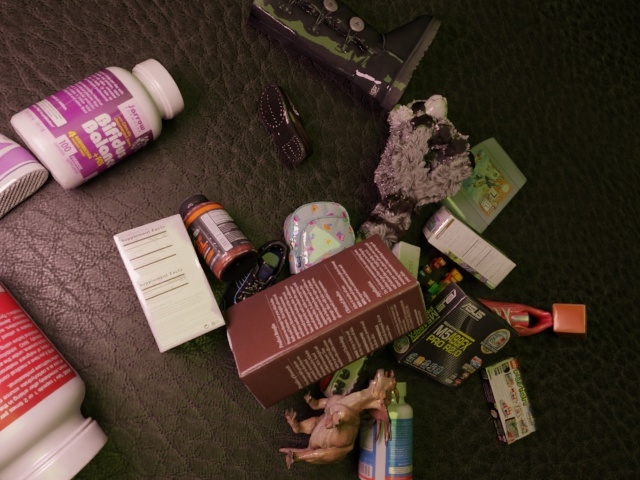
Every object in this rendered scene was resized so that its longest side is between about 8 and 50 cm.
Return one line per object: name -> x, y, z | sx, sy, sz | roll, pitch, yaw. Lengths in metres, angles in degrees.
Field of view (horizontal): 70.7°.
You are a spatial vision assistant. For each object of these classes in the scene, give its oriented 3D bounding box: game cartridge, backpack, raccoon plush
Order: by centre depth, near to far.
backpack -> 0.000, 0.000, 1.070 | 0.166, 0.144, 0.188 | -9, 78, -16
raccoon plush -> 0.188, -0.195, 1.196 | 0.446, 0.299, 0.216 | -41, 114, 9
game cartridge -> 0.463, -0.164, 1.320 | 0.297, 0.062, 0.198 | -44, 100, -22

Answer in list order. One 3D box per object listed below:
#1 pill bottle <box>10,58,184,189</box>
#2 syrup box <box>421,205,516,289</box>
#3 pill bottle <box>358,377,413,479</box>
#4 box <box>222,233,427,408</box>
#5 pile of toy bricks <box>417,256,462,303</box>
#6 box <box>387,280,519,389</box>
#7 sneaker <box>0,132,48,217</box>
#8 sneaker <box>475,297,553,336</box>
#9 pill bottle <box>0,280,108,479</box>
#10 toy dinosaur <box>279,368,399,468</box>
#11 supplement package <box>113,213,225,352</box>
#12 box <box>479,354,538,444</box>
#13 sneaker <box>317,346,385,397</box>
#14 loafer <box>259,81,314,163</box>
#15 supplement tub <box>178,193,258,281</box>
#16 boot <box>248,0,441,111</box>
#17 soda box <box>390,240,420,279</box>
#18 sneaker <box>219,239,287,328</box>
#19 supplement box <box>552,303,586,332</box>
pill bottle -> -0.444, -0.252, 0.936 | 0.302, 0.169, 0.169 | -40, 95, -22
syrup box -> 0.397, 0.018, 1.220 | 0.237, 0.093, 0.096 | 34, 107, -11
pill bottle -> 0.153, 0.440, 1.049 | 0.125, 0.124, 0.221 | 8, 78, -19
box -> 0.007, 0.161, 0.941 | 0.382, 0.191, 0.143 | -25, 128, -6
pile of toy bricks -> 0.303, 0.131, 1.174 | 0.118, 0.105, 0.212 | 47, 68, -6
box -> 0.321, 0.236, 1.076 | 0.270, 0.060, 0.216 | 33, 106, -37
sneaker -> -0.697, -0.097, 0.861 | 0.161, 0.102, 0.282 | 43, 62, -1
sneaker -> 0.481, 0.202, 1.210 | 0.314, 0.136, 0.115 | 3, 78, -20
pill bottle -> -0.564, 0.247, 0.763 | 0.229, 0.229, 0.407 | -39, 94, -22
toy dinosaur -> 0.043, 0.406, 0.960 | 0.201, 0.127, 0.295 | 27, 111, -31
supplement package -> -0.313, 0.090, 0.936 | 0.134, 0.139, 0.243 | -22, 86, -22
box -> 0.512, 0.431, 1.231 | 0.114, 0.036, 0.206 | -13, 84, -22
sneaker -> 0.075, 0.234, 1.060 | 0.107, 0.118, 0.278 | 42, 77, -35
loafer -> -0.084, -0.294, 1.138 | 0.078, 0.080, 0.219 | -18, 84, -55
supplement tub -> -0.229, -0.012, 0.983 | 0.106, 0.106, 0.198 | -32, 66, -23
boot -> 0.078, -0.598, 1.226 | 0.446, 0.146, 0.366 | 30, 58, -2
soda box -> 0.196, 0.115, 1.151 | 0.074, 0.069, 0.215 | 17, 75, -30
sneaker -> -0.151, 0.095, 1.020 | 0.082, 0.090, 0.232 | 33, 70, -12
supplement box -> 0.694, 0.226, 1.248 | 0.233, 0.078, 0.080 | 23, 68, -56
